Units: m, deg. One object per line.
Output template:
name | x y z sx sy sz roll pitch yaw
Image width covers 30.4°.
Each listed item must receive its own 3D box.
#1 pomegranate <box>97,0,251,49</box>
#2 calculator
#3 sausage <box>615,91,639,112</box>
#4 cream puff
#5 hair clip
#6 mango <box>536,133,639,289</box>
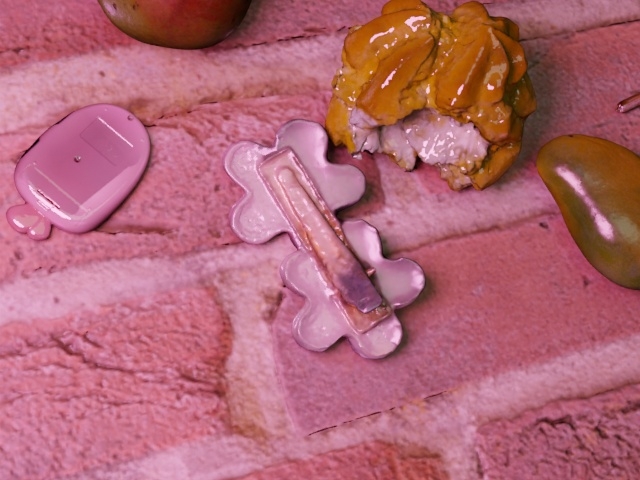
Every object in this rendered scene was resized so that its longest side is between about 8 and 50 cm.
pomegranate | -0.128 -0.275 1.176 0.210 0.180 0.180 -6 71 -55
calculator | -0.235 -0.066 1.143 0.103 0.024 0.166 40 67 -1
sausage | 0.376 -0.167 1.347 0.100 0.015 0.015 -26 81 -21
cream puff | 0.125 -0.165 1.194 0.221 0.195 0.194 13 70 -14
hair clip | 0.000 0.001 1.164 0.146 0.075 0.257 -32 77 -3
mango | 0.317 -0.037 1.252 0.122 0.085 0.191 -24 82 -18
